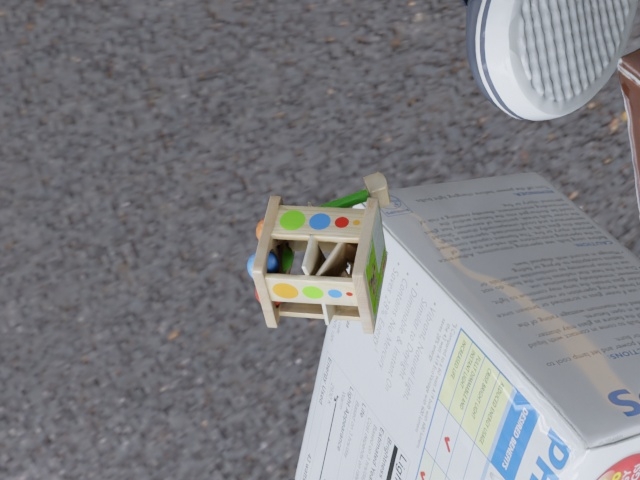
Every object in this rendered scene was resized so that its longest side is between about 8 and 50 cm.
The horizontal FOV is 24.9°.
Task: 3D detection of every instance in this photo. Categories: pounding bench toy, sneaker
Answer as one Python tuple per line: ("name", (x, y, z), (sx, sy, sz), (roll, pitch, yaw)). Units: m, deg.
("pounding bench toy", (0.000, 0.000, 0.769), (0.065, 0.083, 0.052), (3, 143, 12))
("sneaker", (0.150, -0.192, 1.014), (0.127, 0.321, 0.126), (-8, 128, 38))

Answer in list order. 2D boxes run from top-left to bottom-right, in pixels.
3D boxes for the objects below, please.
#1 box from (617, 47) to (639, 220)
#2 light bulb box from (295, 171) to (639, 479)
("box", (0.354, -0.075, 0.747), (0.381, 0.143, 0.191), (-25, 133, -8))
("light bulb box", (0.175, 0.183, 1.310), (0.361, 0.225, 0.358), (49, 138, 44))
